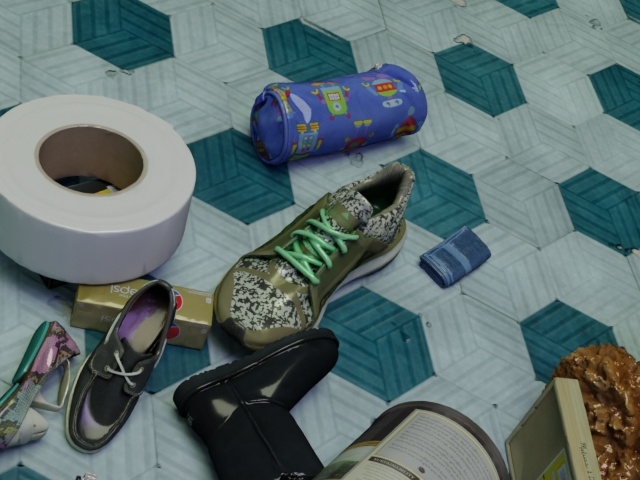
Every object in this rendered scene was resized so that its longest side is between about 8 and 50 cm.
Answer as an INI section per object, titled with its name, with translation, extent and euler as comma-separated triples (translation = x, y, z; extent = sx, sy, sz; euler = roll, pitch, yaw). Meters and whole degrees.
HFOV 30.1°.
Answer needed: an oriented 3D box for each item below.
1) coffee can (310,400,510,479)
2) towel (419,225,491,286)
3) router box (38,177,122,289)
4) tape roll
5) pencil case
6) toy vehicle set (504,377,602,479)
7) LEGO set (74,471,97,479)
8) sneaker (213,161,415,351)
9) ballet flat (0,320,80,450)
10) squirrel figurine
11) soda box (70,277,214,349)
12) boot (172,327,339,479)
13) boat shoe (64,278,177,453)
[coffee can]
translation = 0.075, 0.330, 1.369
extent = 0.201, 0.201, 0.275
euler = 40, 32, 14
[towel]
translation = 0.212, 0.026, 1.863
extent = 0.067, 0.029, 0.119
euler = 45, 48, 17
[router box]
translation = -0.326, -0.016, 1.658
extent = 0.179, 0.046, 0.133
euler = -18, 59, -35
[tape roll]
translation = -0.313, -0.075, 1.610
extent = 0.286, 0.100, 0.286
euler = 10, 42, -9
[pencil case]
translation = 0.030, -0.211, 1.930
extent = 0.306, 0.119, 0.133
euler = -16, 82, -33
[toy vehicle set]
translation = 0.306, 0.333, 1.534
extent = 0.035, 0.166, 0.266
euler = 9, 48, -15
[LEGO set]
translation = -0.295, 0.373, 1.344
extent = 0.244, 0.060, 0.182
euler = -19, 72, -33
[sneaker]
translation = 0.000, 0.000, 1.688
extent = 0.158, 0.182, 0.410
euler = 38, 47, 12
[ballet flat]
translation = -0.354, 0.193, 1.451
extent = 0.079, 0.077, 0.221
euler = 39, 43, -14
[squirrel figurine]
translation = 0.465, 0.207, 1.568
extent = 0.281, 0.397, 0.370
euler = 5, 69, -66
[soda box]
translation = -0.238, 0.092, 1.589
extent = 0.181, 0.061, 0.058
euler = 11, 48, -13
[boot]
translation = -0.041, 0.237, 1.518
extent = 0.246, 0.094, 0.207
euler = -19, 56, -27
[boat shoe]
translation = -0.248, 0.153, 1.483
extent = 0.084, 0.079, 0.233
euler = 30, 68, -8
